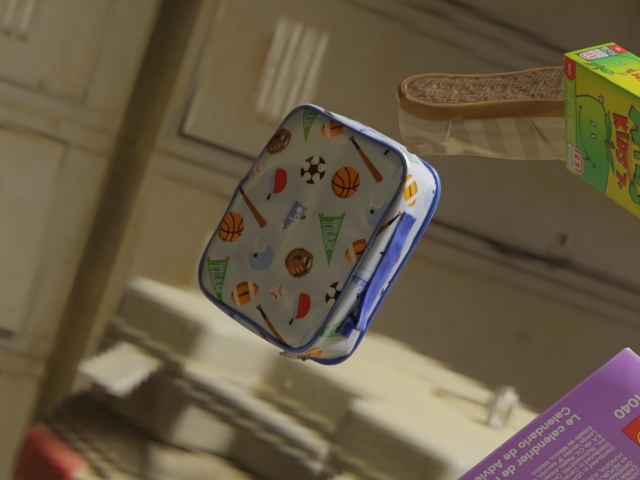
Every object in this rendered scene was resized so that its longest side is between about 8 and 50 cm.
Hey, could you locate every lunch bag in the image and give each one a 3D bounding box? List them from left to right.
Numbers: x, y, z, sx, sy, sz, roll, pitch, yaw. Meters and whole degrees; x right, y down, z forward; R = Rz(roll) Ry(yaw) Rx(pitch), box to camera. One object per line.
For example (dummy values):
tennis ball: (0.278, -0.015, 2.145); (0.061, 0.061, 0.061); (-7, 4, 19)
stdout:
lunch bag: (0.000, 0.000, 2.241); (0.243, 0.303, 0.115); (30, 4, 34)

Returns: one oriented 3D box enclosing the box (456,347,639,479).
box: (0.045, 0.200, 0.722); (0.057, 0.293, 0.201); (42, -18, 41)

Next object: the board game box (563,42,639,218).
board game box: (0.232, -0.065, 1.259); (0.043, 0.092, 0.181); (-14, 27, -18)

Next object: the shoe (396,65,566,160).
shoe: (0.168, -0.097, 1.429); (0.219, 0.058, 0.076); (0, 30, 1)
